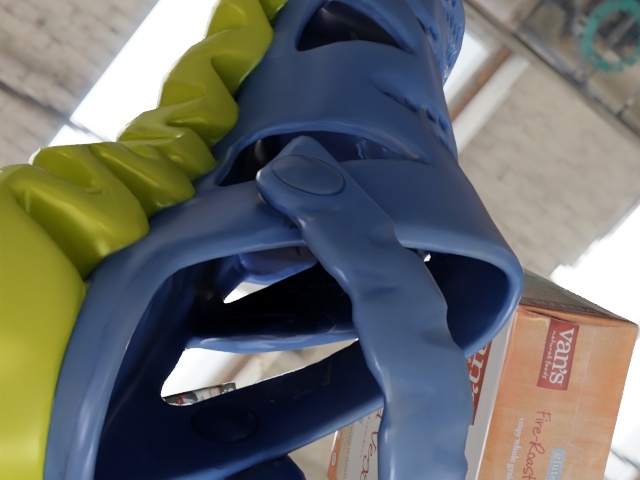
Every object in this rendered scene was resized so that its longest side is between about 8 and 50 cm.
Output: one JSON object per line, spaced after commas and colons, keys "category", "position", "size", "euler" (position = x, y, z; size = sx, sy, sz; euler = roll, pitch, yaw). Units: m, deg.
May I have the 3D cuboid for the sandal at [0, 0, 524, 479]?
{"category": "sandal", "position": [0.000, 0.000, 0.472], "size": [0.138, 0.126, 0.317], "euler": [19, -145, 9]}

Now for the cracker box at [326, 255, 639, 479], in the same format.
{"category": "cracker box", "position": [0.072, 0.088, 0.776], "size": [0.067, 0.156, 0.232], "euler": [10, -174, -15]}

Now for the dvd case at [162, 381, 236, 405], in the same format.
{"category": "dvd case", "position": [-0.111, 0.091, 0.732], "size": [0.119, 0.087, 0.013], "euler": [-11, -96, -35]}
